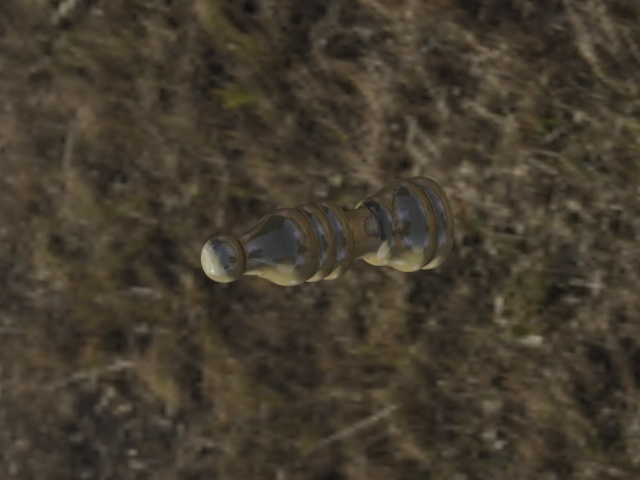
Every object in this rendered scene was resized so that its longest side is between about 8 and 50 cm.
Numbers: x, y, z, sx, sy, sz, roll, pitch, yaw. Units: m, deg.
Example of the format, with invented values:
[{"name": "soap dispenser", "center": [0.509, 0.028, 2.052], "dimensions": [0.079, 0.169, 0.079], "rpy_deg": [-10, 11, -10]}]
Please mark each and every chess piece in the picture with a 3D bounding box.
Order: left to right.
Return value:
[{"name": "chess piece", "center": [0.000, 0.000, 0.672], "dimensions": [0.035, 0.092, 0.035], "rpy_deg": [26, 120, 55]}]
